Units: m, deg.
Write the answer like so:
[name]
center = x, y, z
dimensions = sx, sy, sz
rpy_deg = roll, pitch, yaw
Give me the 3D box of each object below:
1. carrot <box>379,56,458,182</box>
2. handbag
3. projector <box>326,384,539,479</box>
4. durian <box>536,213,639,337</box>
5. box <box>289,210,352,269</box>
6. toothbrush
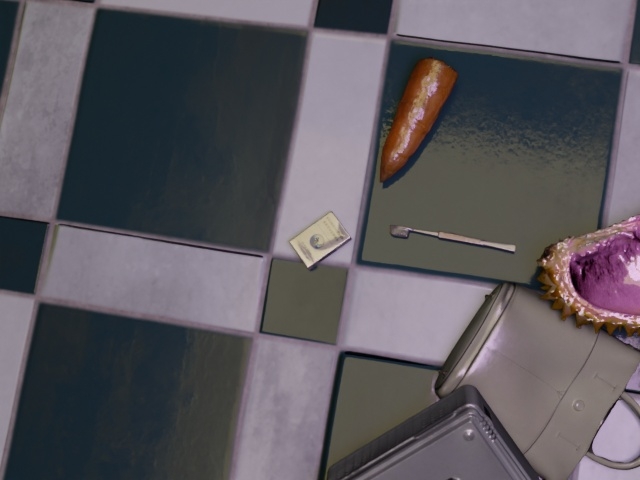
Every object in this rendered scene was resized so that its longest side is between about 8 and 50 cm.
[carrot]
center = 0.138, -0.181, 1.609
dimensions = 0.072, 0.072, 0.205
rpy_deg = 28, 88, 12
[handbag]
center = 0.340, 0.220, 1.518
dimensions = 0.315, 0.109, 0.241
rpy_deg = 33, 88, -1
[projector]
center = 0.158, 0.350, 1.453
dimensions = 0.256, 0.099, 0.192
rpy_deg = -33, 100, 12
[durian]
center = 0.481, 0.051, 1.488
dimensions = 0.341, 0.112, 0.191
rpy_deg = -20, 81, -1
[box]
center = 0.000, 0.000, 1.619
dimensions = 0.083, 0.024, 0.054
rpy_deg = -35, 79, 0
[toothbrush]
center = 0.201, -0.003, 1.594
dimensions = 0.194, 0.014, 0.017
rpy_deg = 8, 82, 10
